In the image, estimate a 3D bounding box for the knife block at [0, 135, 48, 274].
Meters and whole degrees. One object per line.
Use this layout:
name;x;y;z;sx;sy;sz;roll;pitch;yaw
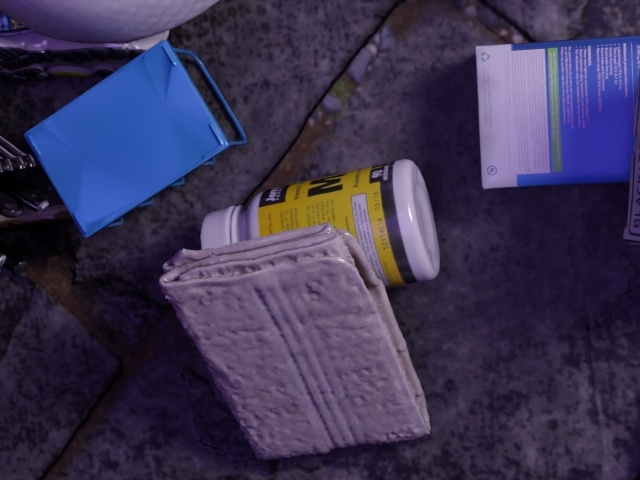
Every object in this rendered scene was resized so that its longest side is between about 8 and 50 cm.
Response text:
knife block;-0.397;-0.052;1.322;0.276;0.088;0.242;-12;91;37

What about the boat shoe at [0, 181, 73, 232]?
boat shoe;-0.326;-0.035;1.380;0.152;0.056;0.049;-4;81;12

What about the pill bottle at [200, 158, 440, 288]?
pill bottle;0.000;0.000;1.270;0.208;0.119;0.119;-12;92;13

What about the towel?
towel;-0.019;0.102;1.252;0.187;0.049;0.282;-10;130;15

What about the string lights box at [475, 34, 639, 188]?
string lights box;0.277;-0.120;1.217;0.260;0.077;0.133;-2;95;13

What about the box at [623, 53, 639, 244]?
box;0.407;-0.068;1.115;0.290;0.087;0.169;4;93;-18

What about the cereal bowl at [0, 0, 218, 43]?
cereal bowl;-0.209;-0.360;1.231;0.339;0.141;0.339;-2;79;9

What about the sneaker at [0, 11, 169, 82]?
sneaker;-0.284;-0.223;1.342;0.275;0.107;0.110;1;76;8

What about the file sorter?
file sorter;-0.175;-0.100;1.309;0.170;0.104;0.118;-32;88;14
